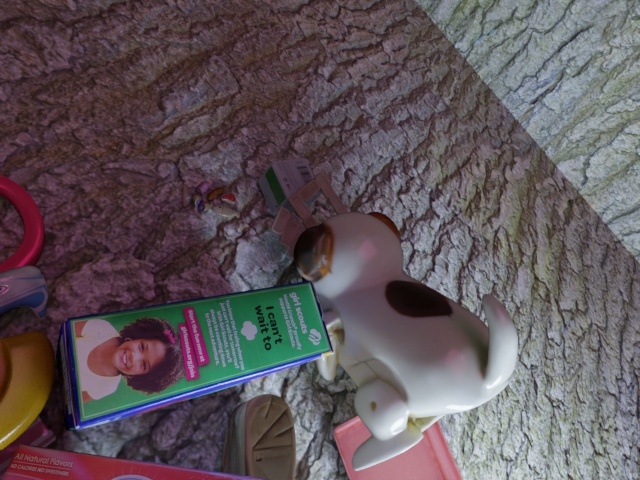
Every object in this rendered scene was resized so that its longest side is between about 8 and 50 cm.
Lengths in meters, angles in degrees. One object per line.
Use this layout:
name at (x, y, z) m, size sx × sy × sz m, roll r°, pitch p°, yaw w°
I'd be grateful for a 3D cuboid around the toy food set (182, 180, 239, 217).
toy food set at (-0.233, -0.093, 0.863) m, size 0.122 × 0.019 × 0.077 m, roll 7°, pitch 61°, yaw -31°

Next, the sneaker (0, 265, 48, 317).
sneaker at (-0.483, 0.098, 0.506) m, size 0.237 × 0.085 × 0.086 m, roll -15°, pitch 94°, yaw -39°

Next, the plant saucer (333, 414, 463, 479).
plant saucer at (0.158, 0.454, 0.800) m, size 0.259 × 0.048 × 0.258 m, roll -11°, pitch 71°, yaw -36°

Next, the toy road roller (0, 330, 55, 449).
toy road roller at (-0.399, 0.223, 0.399) m, size 0.241 × 0.203 × 0.329 m, roll -11°, pitch 82°, yaw -46°

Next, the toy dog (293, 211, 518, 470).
toy dog at (0.102, 0.136, 0.727) m, size 0.285 × 0.395 × 0.407 m, roll -21°, pitch 63°, yaw -25°

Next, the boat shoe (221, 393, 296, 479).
boat shoe at (-0.098, 0.421, 0.608) m, size 0.122 × 0.110 × 0.341 m, roll 22°, pitch 51°, yaw -32°

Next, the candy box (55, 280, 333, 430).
candy box at (-0.189, 0.166, 0.584) m, size 0.317 × 0.268 × 0.122 m, roll -7°, pitch 72°, yaw -36°

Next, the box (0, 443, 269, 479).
box at (-0.215, 0.348, 0.472) m, size 0.300 × 0.142 × 0.154 m, roll 8°, pitch 56°, yaw 2°

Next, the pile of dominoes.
pile of dominoes at (0.000, 0.000, 0.913) m, size 0.196 × 0.040 × 0.251 m, roll -41°, pitch 105°, yaw -30°

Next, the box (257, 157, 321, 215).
box at (-0.074, -0.127, 0.944) m, size 0.102 × 0.087 × 0.101 m, roll -16°, pitch 75°, yaw -38°

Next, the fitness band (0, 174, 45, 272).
fitness band at (-0.569, -0.001, 0.571) m, size 0.291 × 0.054 × 0.209 m, roll -19°, pitch 79°, yaw -38°

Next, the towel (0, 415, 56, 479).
towel at (-0.464, 0.228, 0.509) m, size 0.197 × 0.029 × 0.144 m, roll 54°, pitch 42°, yaw 0°
